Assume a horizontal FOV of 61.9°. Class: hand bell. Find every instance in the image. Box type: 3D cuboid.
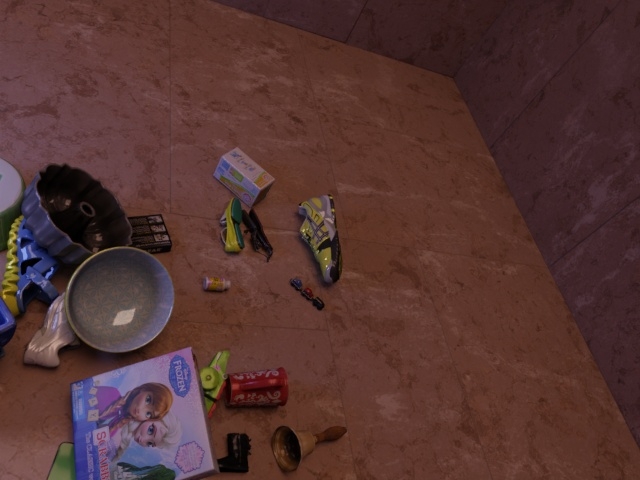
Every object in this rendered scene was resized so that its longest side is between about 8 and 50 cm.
[{"bbox_3d":[-0.009,0.583,1.566,0.242,0.126,0.126,3,51,-44],"label":"hand bell"}]

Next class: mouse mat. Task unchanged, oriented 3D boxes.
[{"bbox_3d":[-0.577,0.588,1.276,0.153,0.007,0.189,19,47,-16],"label":"mouse mat"}]

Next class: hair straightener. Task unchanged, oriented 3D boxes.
[{"bbox_3d":[-0.247,-0.018,1.970,0.089,0.047,0.230,-8,63,-39],"label":"hair straightener"}]

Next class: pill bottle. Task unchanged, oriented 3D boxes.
[{"bbox_3d":[-0.343,0.145,1.767,0.083,0.043,0.043,6,51,-27],"label":"pill bottle"}]

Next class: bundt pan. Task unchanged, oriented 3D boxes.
[{"bbox_3d":[-0.720,-0.059,1.562,0.331,0.124,0.330,48,19,-23],"label":"bundt pan"}]

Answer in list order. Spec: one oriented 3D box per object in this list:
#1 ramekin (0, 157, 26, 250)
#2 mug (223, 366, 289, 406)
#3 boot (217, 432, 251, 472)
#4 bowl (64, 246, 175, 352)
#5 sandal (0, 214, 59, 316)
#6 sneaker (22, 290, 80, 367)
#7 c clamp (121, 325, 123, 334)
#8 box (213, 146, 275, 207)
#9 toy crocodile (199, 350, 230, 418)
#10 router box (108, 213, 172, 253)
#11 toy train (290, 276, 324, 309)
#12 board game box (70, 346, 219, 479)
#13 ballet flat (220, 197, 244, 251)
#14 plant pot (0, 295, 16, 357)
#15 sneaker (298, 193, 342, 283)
[{"bbox_3d":[-1.000,-0.117,1.527,0.304,0.148,0.303,16,47,-18],"label":"ramekin"},{"bbox_3d":[-0.186,0.420,1.557,0.169,0.150,0.113,3,38,-23],"label":"mug"},{"bbox_3d":[-0.244,0.577,1.455,0.121,0.045,0.099,16,49,-28],"label":"boot"},{"bbox_3d":[-0.576,0.162,1.497,0.290,0.156,0.289,3,86,-37],"label":"bowl"},{"bbox_3d":[-0.805,0.068,1.500,0.138,0.126,0.317,-1,63,-20],"label":"sandal"},{"bbox_3d":[-0.702,0.244,1.451,0.115,0.090,0.232,27,53,-18],"label":"sneaker"},{"bbox_3d":[-0.525,0.223,1.612,0.161,0.022,0.137,-1,49,-29],"label":"c clamp"},{"bbox_3d":[-0.297,-0.245,2.078,0.203,0.114,0.103,40,43,5],"label":"box"},{"bbox_3d":[-0.331,0.453,1.462,0.105,0.115,0.340,32,46,-8],"label":"toy crocodile"},{"bbox_3d":[-0.595,-0.017,1.755,0.179,0.046,0.133,-8,58,-35],"label":"router box"},{"bbox_3d":[-0.047,0.188,1.911,0.158,0.036,0.027,41,44,7],"label":"toy train"},{"bbox_3d":[-0.439,0.460,1.317,0.318,0.066,0.318,-17,59,-7],"label":"board game box"},{"bbox_3d":[-0.325,-0.055,1.930,0.077,0.077,0.230,52,22,-54],"label":"ballet flat"},{"bbox_3d":[-0.894,0.211,1.263,0.236,0.212,0.236,-27,70,-43],"label":"plant pot"},{"bbox_3d":[0.000,0.000,2.058,0.147,0.145,0.384,-8,55,1],"label":"sneaker"}]
